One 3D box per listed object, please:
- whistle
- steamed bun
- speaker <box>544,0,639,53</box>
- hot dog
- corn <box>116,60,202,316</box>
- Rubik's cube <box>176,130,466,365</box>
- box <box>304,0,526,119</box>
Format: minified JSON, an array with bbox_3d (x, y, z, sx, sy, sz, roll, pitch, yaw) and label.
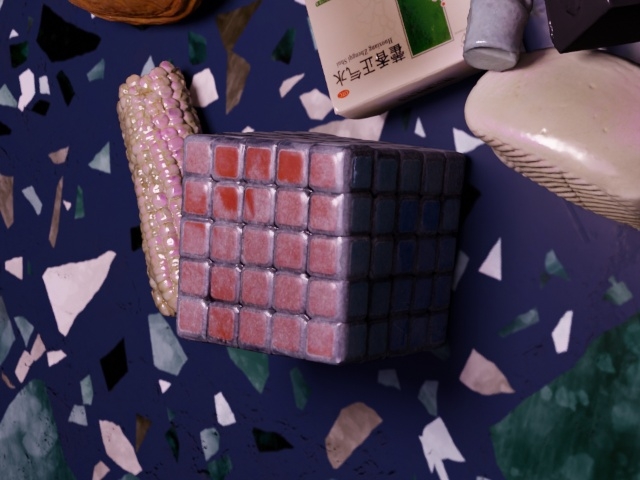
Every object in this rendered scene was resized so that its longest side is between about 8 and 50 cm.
[{"bbox_3d":[0.199,-0.335,1.397,0.134,0.142,0.346,-14,59,53],"label":"whistle"},{"bbox_3d":[0.276,-0.117,1.382,0.239,0.170,0.152,31,87,29],"label":"steamed bun"},{"bbox_3d":[0.317,-0.324,1.265,0.232,0.184,0.253,-10,85,-7],"label":"speaker"},{"bbox_3d":[-0.233,-0.376,1.765,0.272,0.122,0.196,0,91,41],"label":"hot dog"},{"bbox_3d":[-0.181,-0.062,1.745,0.127,0.127,0.335,-20,79,36],"label":"corn"},{"bbox_3d":[0.000,0.000,1.543,0.238,0.237,0.237,9,99,35],"label":"Rubik's cube"},{"bbox_3d":[0.101,-0.248,1.541,0.212,0.095,0.168,-20,83,36],"label":"box"}]
